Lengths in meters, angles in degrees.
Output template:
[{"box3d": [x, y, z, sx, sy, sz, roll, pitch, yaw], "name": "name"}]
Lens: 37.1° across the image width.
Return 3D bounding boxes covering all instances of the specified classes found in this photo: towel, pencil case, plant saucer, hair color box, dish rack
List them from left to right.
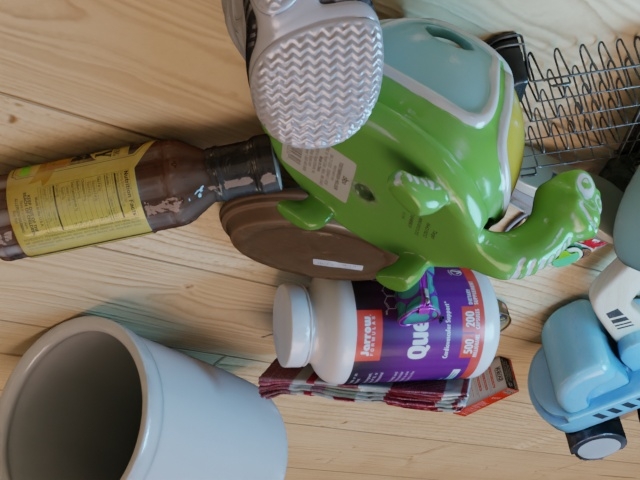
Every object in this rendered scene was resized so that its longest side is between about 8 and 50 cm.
[{"box3d": [0.000, 0.000, 1.269, 0.277, 0.041, 0.278, 7, 161, 2], "name": "plant saucer"}, {"box3d": [0.081, 0.222, 1.561, 0.328, 0.037, 0.237, 3, -172, 11], "name": "towel"}, {"box3d": [0.136, 0.046, 1.366, 0.064, 0.152, 0.070, 8, 152, -21], "name": "pencil case"}, {"box3d": [0.324, 0.295, 1.919, 0.043, 0.072, 0.141, 20, 139, -39], "name": "hair color box"}, {"box3d": [0.318, -0.164, 1.149, 0.271, 0.074, 0.208, -8, 151, -6], "name": "dish rack"}]

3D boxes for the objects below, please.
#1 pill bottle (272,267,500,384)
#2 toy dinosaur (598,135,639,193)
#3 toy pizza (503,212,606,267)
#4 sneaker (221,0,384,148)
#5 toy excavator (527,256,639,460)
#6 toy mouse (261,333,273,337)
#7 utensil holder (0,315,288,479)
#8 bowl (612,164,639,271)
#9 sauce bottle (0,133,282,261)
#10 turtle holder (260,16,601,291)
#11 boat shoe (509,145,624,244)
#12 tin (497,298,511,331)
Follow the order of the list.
[{"box3d": [0.097, 0.126, 1.460, 0.322, 0.182, 0.181, -1, 148, -16], "name": "pill bottle"}, {"box3d": [0.418, -0.051, 1.354, 0.118, 0.064, 0.268, 18, 129, -19], "name": "toy dinosaur"}, {"box3d": [0.376, -0.006, 1.465, 0.201, 0.032, 0.201, -7, 150, -4], "name": "toy pizza"}, {"box3d": [-0.017, -0.278, 0.801, 0.137, 0.210, 0.366, -2, 114, -15], "name": "sneaker"}, {"box3d": [0.514, 0.163, 1.647, 0.432, 0.222, 0.445, -29, 136, 27], "name": "toy excavator"}, {"box3d": [0.004, 0.131, 1.589, 0.161, 0.031, 0.143, 18, 138, -40], "name": "toy mouse"}, {"box3d": [-0.278, 0.331, 1.563, 0.327, 0.328, 0.385, -25, 149, 24], "name": "utensil holder"}, {"box3d": [0.544, -0.040, 1.210, 0.311, 0.163, 0.312, -22, 138, -21], "name": "bowl"}, {"box3d": [-0.218, -0.058, 1.129, 0.344, 0.111, 0.111, -11, 150, 0], "name": "sauce bottle"}, {"box3d": [0.113, -0.098, 0.970, 0.320, 0.227, 0.243, 20, 151, 36], "name": "turtle holder"}, {"box3d": [0.328, -0.053, 1.294, 0.227, 0.079, 0.081, 26, 155, -12], "name": "boat shoe"}, {"box3d": [0.245, 0.154, 1.695, 0.189, 0.040, 0.106, -23, 143, 22], "name": "tin"}]
